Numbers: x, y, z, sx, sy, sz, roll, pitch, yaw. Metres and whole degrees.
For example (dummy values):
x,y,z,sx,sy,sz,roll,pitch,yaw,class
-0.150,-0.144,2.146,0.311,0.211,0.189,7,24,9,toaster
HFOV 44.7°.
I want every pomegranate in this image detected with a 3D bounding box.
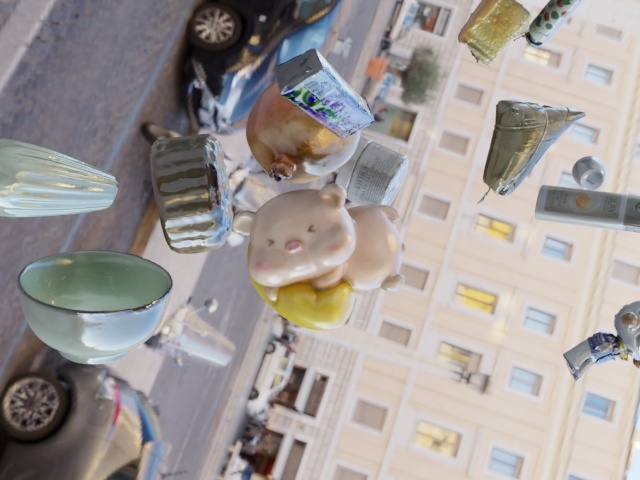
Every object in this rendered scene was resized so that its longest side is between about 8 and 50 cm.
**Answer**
x,y,z,sx,sy,sz,roll,pitch,yaw,class
-0.044,-0.234,1.712,0.229,0.252,0.270,55,40,-31,pomegranate

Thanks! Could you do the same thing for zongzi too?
x,y,z,sx,sy,sz,roll,pitch,yaw,class
0.371,-0.143,1.350,0.081,0.178,0.189,-139,-126,-60,zongzi

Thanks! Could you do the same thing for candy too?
x,y,z,sx,sy,sz,roll,pitch,yaw,class
0.012,-0.261,1.421,0.061,0.088,0.312,68,15,15,candy

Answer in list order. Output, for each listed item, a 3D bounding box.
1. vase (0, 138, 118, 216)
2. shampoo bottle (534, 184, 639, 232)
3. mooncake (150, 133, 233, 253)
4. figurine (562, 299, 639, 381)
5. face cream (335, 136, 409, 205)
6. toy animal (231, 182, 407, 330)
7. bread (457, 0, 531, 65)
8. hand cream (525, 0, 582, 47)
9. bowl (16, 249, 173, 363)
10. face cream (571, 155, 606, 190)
x,y,z,sx,sy,sz,roll,pitch,yaw,class
-0.467,-0.097,1.323,0.248,0.128,0.128,6,107,-45,vase
0.594,-0.071,1.715,0.056,0.227,0.086,62,44,-54,shampoo bottle
-0.304,-0.112,1.882,0.290,0.161,0.290,172,-90,-89,mooncake
0.713,0.243,1.852,0.274,0.194,0.133,-45,-145,20,figurine
0.143,-0.180,2.150,0.177,0.153,0.177,-60,166,-26,face cream
0.006,0.015,1.539,0.247,0.345,0.277,83,-1,-47,toy animal
0.430,-0.522,1.885,0.169,0.140,0.160,-48,175,29,bread
0.550,-0.537,1.751,0.276,0.059,0.095,124,-30,-59,hand cream
-0.533,0.172,1.851,0.354,0.354,0.185,-64,163,-68,bowl
0.752,-0.186,2.175,0.095,0.091,0.091,-71,179,-63,face cream
